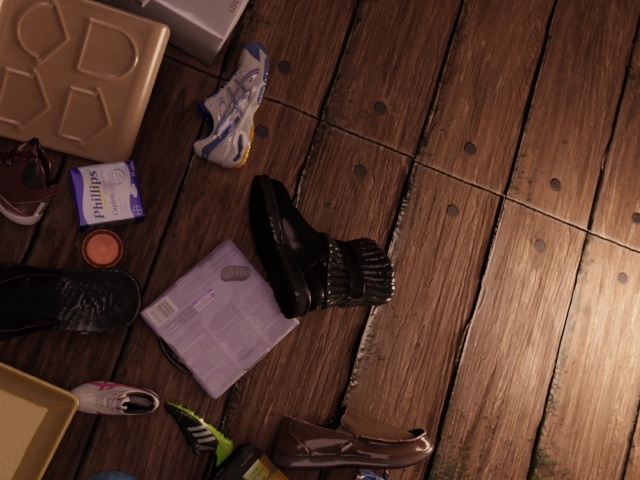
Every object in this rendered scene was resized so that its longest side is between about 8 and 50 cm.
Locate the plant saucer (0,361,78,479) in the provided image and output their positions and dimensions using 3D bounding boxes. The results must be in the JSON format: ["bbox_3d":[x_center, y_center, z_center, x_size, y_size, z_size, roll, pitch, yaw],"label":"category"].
[{"bbox_3d":[-0.691,0.387,1.587,0.333,0.081,0.332,27,76,-12],"label":"plant saucer"}]

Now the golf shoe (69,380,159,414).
[{"bbox_3d":[-0.422,0.321,1.674,0.186,0.086,0.067,3,83,-15],"label":"golf shoe"}]

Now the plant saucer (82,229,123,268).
[{"bbox_3d":[-0.461,0.018,1.741,0.084,0.013,0.083,2,82,-17],"label":"plant saucer"}]

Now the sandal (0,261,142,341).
[{"bbox_3d":[-0.579,0.116,1.604,0.446,0.107,0.167,-6,86,-3],"label":"sandal"}]

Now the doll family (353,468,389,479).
[{"bbox_3d":[0.111,0.587,1.806,0.111,0.076,0.193,27,73,-7],"label":"doll family"}]

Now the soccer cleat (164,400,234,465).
[{"bbox_3d":[-0.263,0.405,1.725,0.179,0.060,0.072,40,75,-11],"label":"soccer cleat"}]

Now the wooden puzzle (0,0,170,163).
[{"bbox_3d":[-0.515,-0.340,1.663,0.348,0.080,0.322,12,114,-28],"label":"wooden puzzle"}]

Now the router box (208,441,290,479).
[{"bbox_3d":[-0.167,0.607,1.669,0.243,0.081,0.309,47,60,-5],"label":"router box"}]

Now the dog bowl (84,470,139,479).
[{"bbox_3d":[-0.418,0.616,1.641,0.166,0.074,0.297,-1,82,-17],"label":"dog bowl"}]

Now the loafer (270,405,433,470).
[{"bbox_3d":[0.074,0.425,1.783,0.366,0.134,0.130,2,82,-17],"label":"loafer"}]

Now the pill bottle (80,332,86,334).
[{"bbox_3d":[-0.479,0.132,1.693,0.065,0.065,0.116,-9,86,-18],"label":"pill bottle"}]

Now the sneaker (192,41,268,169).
[{"bbox_3d":[-0.200,-0.310,1.813,0.131,0.112,0.296,15,78,-14],"label":"sneaker"}]

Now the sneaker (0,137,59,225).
[{"bbox_3d":[-0.639,-0.170,1.633,0.281,0.106,0.162,40,112,-17],"label":"sneaker"}]

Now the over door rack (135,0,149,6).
[{"bbox_3d":[-0.506,-0.503,1.676,0.324,0.239,0.108,26,70,-11],"label":"over door rack"}]

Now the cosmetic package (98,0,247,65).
[{"bbox_3d":[-0.342,-0.569,1.783,0.366,0.155,0.196,27,72,-11],"label":"cosmetic package"}]

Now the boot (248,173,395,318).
[{"bbox_3d":[-0.001,0.003,1.817,0.260,0.131,0.347,-11,73,-27],"label":"boot"}]

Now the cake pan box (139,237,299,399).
[{"bbox_3d":[-0.220,0.171,1.766,0.267,0.070,0.245,-42,94,-18],"label":"cake pan box"}]

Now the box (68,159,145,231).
[{"bbox_3d":[-0.450,-0.093,1.729,0.137,0.072,0.126,-11,85,-17],"label":"box"}]
